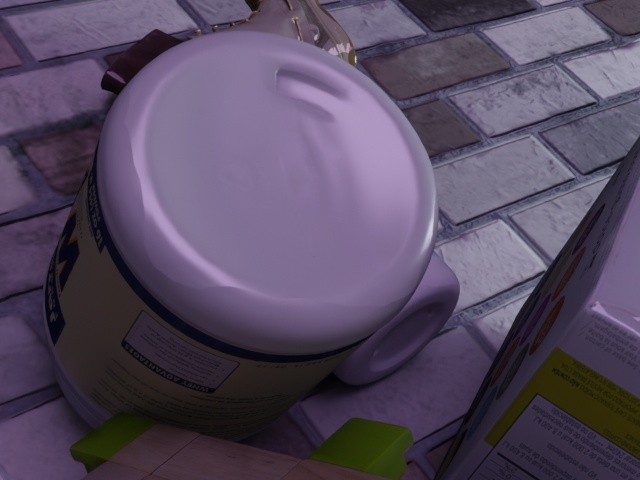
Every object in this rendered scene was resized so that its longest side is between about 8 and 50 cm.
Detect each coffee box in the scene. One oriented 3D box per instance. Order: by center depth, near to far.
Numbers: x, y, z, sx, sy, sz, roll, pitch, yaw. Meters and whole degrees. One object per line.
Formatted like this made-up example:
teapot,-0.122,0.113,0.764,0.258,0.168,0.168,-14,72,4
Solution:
coffee box,0.324,0.146,0.863,0.338,0.334,0.338,32,43,7

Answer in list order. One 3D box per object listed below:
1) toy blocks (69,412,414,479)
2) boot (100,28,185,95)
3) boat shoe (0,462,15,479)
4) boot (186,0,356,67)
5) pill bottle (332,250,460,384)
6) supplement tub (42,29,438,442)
toy blocks,-0.005,0.269,0.650,0.381,0.261,0.190,3,27,43
boot,-0.102,-0.194,1.203,0.207,0.090,0.248,32,48,8
boat shoe,-0.309,0.150,0.791,0.258,0.084,0.095,37,45,15
boot,-0.080,-0.225,1.146,0.165,0.077,0.213,-19,50,-23
pill bottle,0.000,0.000,1.015,0.146,0.146,0.264,-21,58,-36
supplement tub,-0.080,0.023,0.803,0.235,0.325,0.235,11,60,-19
